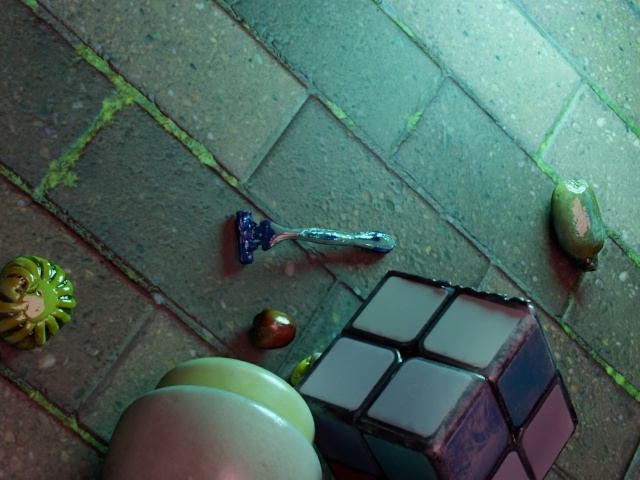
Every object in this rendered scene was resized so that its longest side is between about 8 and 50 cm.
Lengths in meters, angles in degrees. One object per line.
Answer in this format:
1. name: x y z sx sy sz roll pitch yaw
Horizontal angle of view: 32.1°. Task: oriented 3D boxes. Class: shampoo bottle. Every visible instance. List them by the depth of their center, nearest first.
1. shampoo bottle: -0.165 0.359 1.646 0.322 0.322 0.317 40 43 -17

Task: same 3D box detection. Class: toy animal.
1. toy animal: 0.002 0.244 1.910 0.091 0.082 0.114 9 77 -27

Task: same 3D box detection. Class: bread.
1. bread: -0.440 0.094 1.695 0.130 0.071 0.139 46 62 -19

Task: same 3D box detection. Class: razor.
1. razor: 0.006 -0.002 1.979 0.324 0.056 0.093 3 77 -30

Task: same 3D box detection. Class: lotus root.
1. lotus root: 0.529 -0.030 2.264 0.113 0.088 0.192 -10 86 -37

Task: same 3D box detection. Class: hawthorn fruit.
1. hawthorn fruit: -0.079 0.153 1.889 0.077 0.077 0.077 6 77 -29

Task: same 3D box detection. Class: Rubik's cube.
1. Rubik's cube: 0.193 0.280 1.826 0.313 0.316 0.318 -50 131 -27
